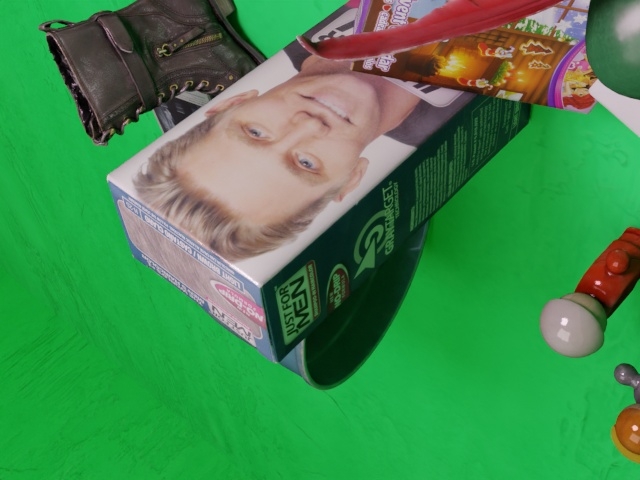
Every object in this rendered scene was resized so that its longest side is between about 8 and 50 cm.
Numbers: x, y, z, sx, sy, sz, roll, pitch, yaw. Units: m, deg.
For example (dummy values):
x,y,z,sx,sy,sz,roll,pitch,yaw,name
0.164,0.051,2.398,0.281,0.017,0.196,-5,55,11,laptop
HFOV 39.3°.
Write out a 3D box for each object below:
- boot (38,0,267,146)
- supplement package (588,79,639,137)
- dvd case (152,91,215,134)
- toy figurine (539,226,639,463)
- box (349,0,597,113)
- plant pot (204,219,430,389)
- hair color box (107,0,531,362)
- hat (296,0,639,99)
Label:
x,y,z,sx,sy,sz,roll,pitch,yaw,name
-0.179,-0.180,1.049,0.091,0.229,0.263,4,130,55,boot
0.315,-0.122,0.475,0.204,0.145,0.262,44,153,8,supplement package
-0.172,-0.143,1.319,0.179,0.029,0.238,23,144,41,dvd case
0.320,0.100,0.771,0.213,0.148,0.209,0,127,56,toy figurine
0.145,-0.206,0.600,0.201,0.057,0.293,9,151,-5,box
-0.049,-0.011,0.995,0.255,0.271,0.271,23,146,25,plant pot
0.015,-0.079,0.760,0.174,0.347,0.105,33,150,28,hair color box
0.149,-0.086,0.402,0.173,0.183,0.208,57,153,-17,hat
